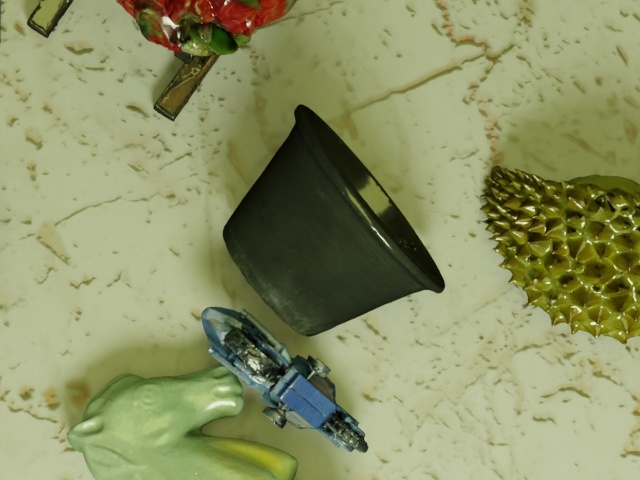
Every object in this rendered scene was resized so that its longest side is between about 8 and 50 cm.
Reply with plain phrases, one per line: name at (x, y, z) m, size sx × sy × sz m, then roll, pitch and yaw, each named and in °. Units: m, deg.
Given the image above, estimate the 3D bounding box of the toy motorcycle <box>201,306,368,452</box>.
toy motorcycle at (-0.032, 0.142, 1.537) m, size 0.076 × 0.114 × 0.205 m, roll -50°, pitch 121°, yaw -4°

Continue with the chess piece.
chess piece at (-0.105, 0.241, 1.524) m, size 0.176 × 0.176 × 0.298 m, roll -40°, pitch 75°, yaw -10°

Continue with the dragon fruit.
dragon fruit at (-0.087, -0.279, 1.337) m, size 0.193 × 0.192 × 0.274 m, roll 17°, pitch 66°, yaw 1°

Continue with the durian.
durian at (0.320, 0.009, 1.609) m, size 0.306 × 0.166 × 0.172 m, roll 2°, pitch 111°, yaw 0°

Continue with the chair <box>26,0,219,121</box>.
chair at (-0.103, -0.363, 1.567) m, size 0.203 × 0.240 × 0.416 m, roll 33°, pitch 76°, yaw -1°

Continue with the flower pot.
flower pot at (0.000, 0.000, 1.542) m, size 0.148 × 0.235 × 0.235 m, roll -40°, pitch 87°, yaw 9°
